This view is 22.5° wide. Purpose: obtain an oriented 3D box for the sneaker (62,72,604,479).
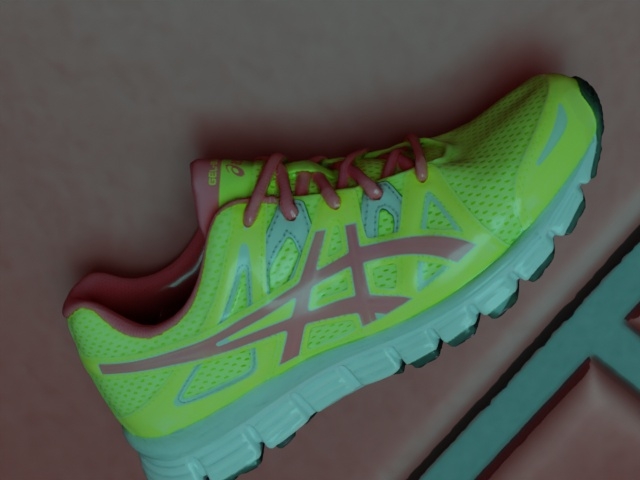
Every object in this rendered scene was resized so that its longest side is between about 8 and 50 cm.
[{"bbox_3d":[0.000,0.000,0.548,0.208,0.081,0.094,-36,105,9],"label":"sneaker"}]
